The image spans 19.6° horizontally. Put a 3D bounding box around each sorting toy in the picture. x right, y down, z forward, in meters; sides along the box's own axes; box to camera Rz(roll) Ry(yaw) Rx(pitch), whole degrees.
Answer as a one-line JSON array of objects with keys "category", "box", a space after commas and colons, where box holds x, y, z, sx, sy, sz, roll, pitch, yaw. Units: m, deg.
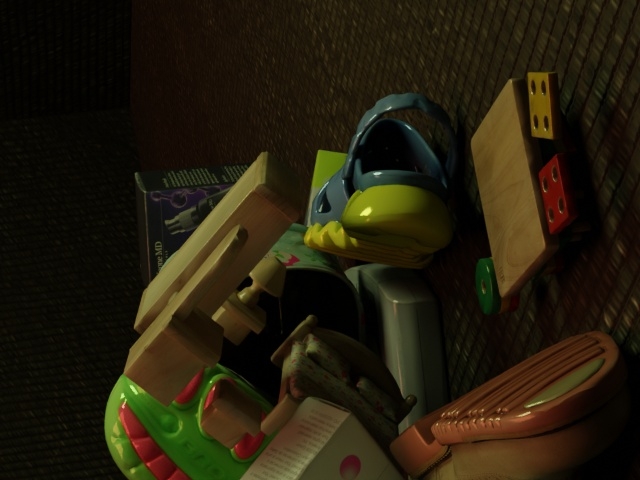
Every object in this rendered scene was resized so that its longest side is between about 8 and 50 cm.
[{"category": "sorting toy", "box": [0.161, -0.042, 1.388, 0.274, 0.046, 0.132, 115, 147, -70]}]

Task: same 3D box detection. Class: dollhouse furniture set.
[{"category": "dollhouse furniture set", "box": [0.031, 0.110, 1.612, 0.174, 0.355, 0.303, -49, 10, 13]}]

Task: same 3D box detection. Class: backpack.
[{"category": "backpack", "box": [-0.065, 0.104, 1.904, 0.191, 0.225, 0.253, -115, 17, -51]}]

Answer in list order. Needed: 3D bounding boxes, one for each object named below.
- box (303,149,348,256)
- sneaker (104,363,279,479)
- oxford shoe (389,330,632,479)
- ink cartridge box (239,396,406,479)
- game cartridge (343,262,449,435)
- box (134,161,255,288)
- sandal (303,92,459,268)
[{"category": "box", "box": [0.000, 0.000, 2.124, 0.109, 0.042, 0.178, 102, 176, -59]}, {"category": "sneaker", "box": [0.001, 0.281, 1.755, 0.483, 0.185, 0.202, 50, -175, -2]}, {"category": "oxford shoe", "box": [0.163, 0.166, 1.373, 0.146, 0.140, 0.397, 61, 169, 6]}, {"category": "ink cartridge box", "box": [-0.011, 0.353, 1.516, 0.071, 0.330, 0.324, 15, 149, 50]}, {"category": "game cartridge", "box": [0.071, 0.122, 1.942, 0.294, 0.060, 0.196, -173, 81, -79]}, {"category": "box", "box": [-0.147, -0.019, 2.556, 0.108, 0.207, 0.153, -127, 32, -69]}, {"category": "sandal", "box": [0.065, -0.051, 1.740, 0.317, 0.126, 0.138, 152, 128, -76]}]
